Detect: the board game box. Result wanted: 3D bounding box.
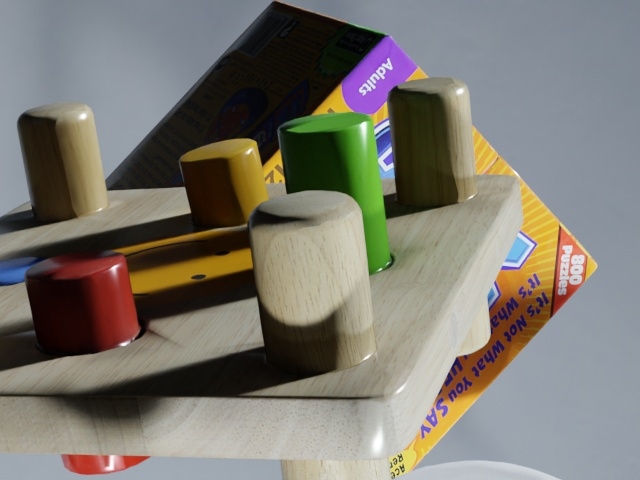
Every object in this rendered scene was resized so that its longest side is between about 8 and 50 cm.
[{"bbox_3d":[0.000,0.000,1.511,0.356,0.356,0.356,-47,115,-3],"label":"board game box"}]

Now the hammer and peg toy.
[{"bbox_3d":[-0.082,0.035,0.506,0.265,0.127,0.361,-1,18,19],"label":"hammer and peg toy"}]

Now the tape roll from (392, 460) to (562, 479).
[{"bbox_3d":[0.157,0.385,1.228,0.392,0.072,0.392,6,53,-8],"label":"tape roll"}]
